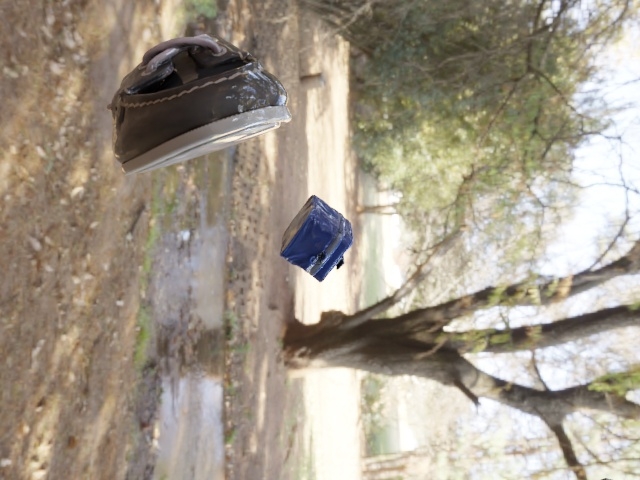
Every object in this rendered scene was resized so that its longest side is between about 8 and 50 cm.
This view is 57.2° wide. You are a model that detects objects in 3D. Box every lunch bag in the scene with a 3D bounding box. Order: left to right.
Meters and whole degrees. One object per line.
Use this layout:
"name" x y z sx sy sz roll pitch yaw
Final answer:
"lunch bag" 0.000 0.000 0.645 0.067 0.065 0.098 -53 -168 18

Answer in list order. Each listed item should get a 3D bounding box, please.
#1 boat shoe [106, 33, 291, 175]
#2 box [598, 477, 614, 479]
"boat shoe" -0.115 -0.111 0.451 0.335 0.112 0.095 18 -52 69
"box" 0.058 0.314 0.274 0.183 0.294 0.296 46 -35 27
